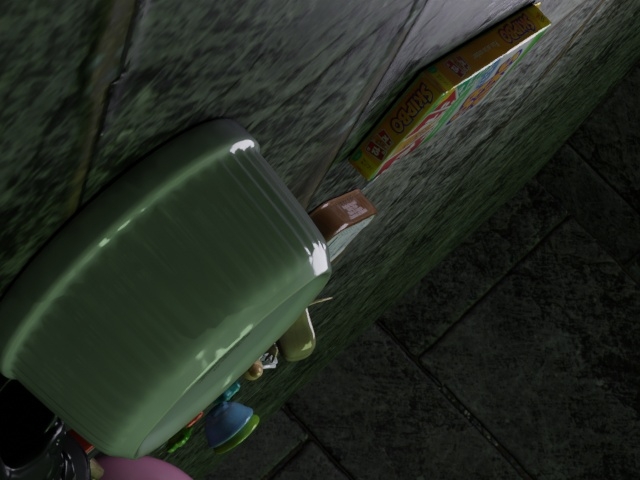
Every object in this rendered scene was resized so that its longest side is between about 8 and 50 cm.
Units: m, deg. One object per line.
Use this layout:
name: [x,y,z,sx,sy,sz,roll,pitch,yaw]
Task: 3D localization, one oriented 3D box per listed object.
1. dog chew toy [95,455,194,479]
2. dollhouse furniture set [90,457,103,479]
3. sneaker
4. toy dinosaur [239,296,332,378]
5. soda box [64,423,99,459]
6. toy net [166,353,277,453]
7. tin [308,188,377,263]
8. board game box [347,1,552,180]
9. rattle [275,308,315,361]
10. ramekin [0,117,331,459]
dog chew toy: [-0.229,0.351,1.580,0.206,0.207,0.332,-41,180,-22]
dollhouse furniture set: [-0.170,0.353,1.235,0.174,0.355,0.303,-43,172,-10]
sneaker: [-0.196,0.145,0.921,0.124,0.107,0.283,-51,172,9]
toy dinosaur: [-0.073,0.114,1.700,0.183,0.053,0.092,-38,-171,10]
soda box: [-0.193,0.144,1.114,0.169,0.053,0.060,-42,173,-17]
toy net: [-0.105,0.190,1.763,0.122,0.045,0.232,-33,-168,32]
tin: [0.000,0.000,1.440,0.106,0.040,0.189,-51,171,21]
board game box: [0.130,-0.146,1.334,0.124,0.039,0.259,-49,174,39]
rattle: [-0.076,0.041,1.122,0.142,0.130,0.200,-33,-161,-3]
ramekin: [-0.088,0.037,0.846,0.207,0.109,0.207,-43,173,-6]
